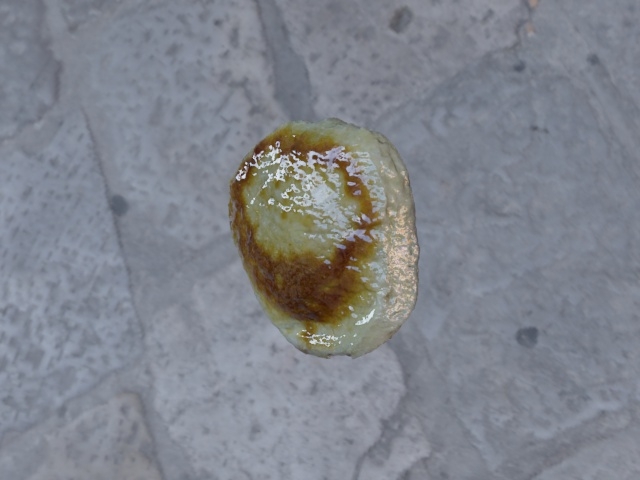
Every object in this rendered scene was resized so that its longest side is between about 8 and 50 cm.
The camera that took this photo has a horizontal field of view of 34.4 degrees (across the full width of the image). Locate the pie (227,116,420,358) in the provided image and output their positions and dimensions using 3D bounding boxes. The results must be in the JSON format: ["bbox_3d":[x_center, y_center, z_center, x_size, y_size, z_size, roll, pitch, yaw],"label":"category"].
[{"bbox_3d":[0.000,0.000,0.874,0.179,0.084,0.205,8,108,48],"label":"pie"}]
